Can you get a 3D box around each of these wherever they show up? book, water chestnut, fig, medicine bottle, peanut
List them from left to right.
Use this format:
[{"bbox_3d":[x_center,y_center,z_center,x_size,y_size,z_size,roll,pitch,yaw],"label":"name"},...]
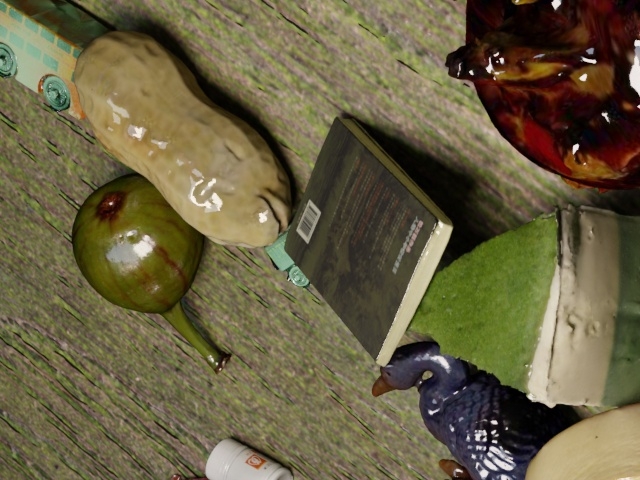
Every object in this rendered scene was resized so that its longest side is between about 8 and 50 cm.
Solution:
[{"bbox_3d":[-0.175,0.035,2.094,0.151,0.151,0.259,10,147,36],"label":"fig"},{"bbox_3d":[-0.145,-0.102,1.959,0.290,0.130,0.130,44,134,13],"label":"peanut"},{"bbox_3d":[-0.083,0.273,2.169,0.089,0.057,0.057,24,127,27],"label":"medicine bottle"},{"bbox_3d":[0.041,-0.003,1.821,0.228,0.024,0.160,49,121,51],"label":"book"},{"bbox_3d":[0.228,-0.167,1.511,0.300,0.300,0.300,20,125,31],"label":"water chestnut"}]

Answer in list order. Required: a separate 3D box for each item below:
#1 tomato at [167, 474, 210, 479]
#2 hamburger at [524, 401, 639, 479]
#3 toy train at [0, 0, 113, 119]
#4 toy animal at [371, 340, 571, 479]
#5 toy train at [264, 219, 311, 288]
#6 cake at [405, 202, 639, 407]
[{"bbox_3d":[-0.159,0.444,2.251,0.335,0.176,0.289,-2,110,42],"label":"tomato"},{"bbox_3d":[0.320,0.270,1.677,0.300,0.176,0.300,1,147,1],"label":"hamburger"},{"bbox_3d":[-0.303,-0.213,2.063,0.188,0.072,0.099,33,132,21],"label":"toy train"},{"bbox_3d":[0.180,0.219,1.875,0.298,0.122,0.185,35,132,17],"label":"toy animal"},{"bbox_3d":[0.000,0.000,1.959,0.148,0.038,0.071,-36,86,46],"label":"toy train"},{"bbox_3d":[0.186,0.095,1.731,0.283,0.158,0.172,-27,62,47],"label":"cake"}]
